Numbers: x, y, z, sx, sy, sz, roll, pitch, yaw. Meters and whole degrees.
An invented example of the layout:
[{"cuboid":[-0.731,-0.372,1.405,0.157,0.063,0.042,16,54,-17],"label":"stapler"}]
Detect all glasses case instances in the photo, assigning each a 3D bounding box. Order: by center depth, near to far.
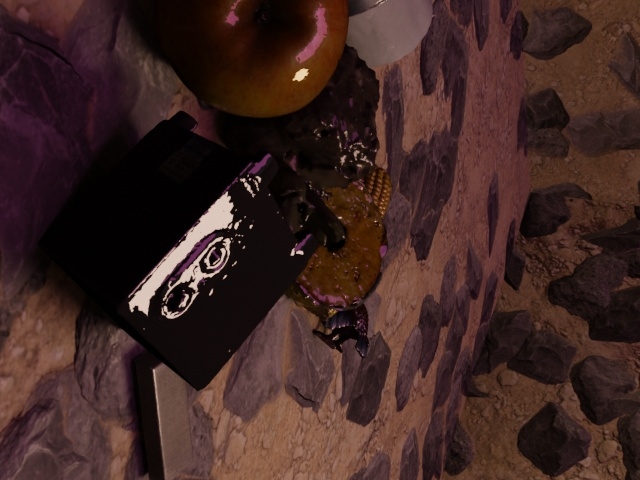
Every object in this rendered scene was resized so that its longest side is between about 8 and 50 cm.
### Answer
[{"cuboid":[-0.233,0.257,1.174,0.071,0.047,0.205,-34,129,-53],"label":"glasses case"}]

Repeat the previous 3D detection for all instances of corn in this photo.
[{"cuboid":[0.043,-0.005,1.588,0.345,0.131,0.131,-66,152,-25],"label":"corn"}]

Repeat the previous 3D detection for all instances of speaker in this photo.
[{"cuboid":[-0.163,0.013,1.000,0.254,0.184,0.232,-49,146,-17],"label":"speaker"}]

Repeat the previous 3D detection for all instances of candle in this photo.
[{"cuboid":[0.079,-0.438,1.396,0.342,0.221,0.222,49,55,-62],"label":"candle"}]

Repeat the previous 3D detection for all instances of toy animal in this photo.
[{"cuboid":[0.070,0.157,1.716,0.218,0.116,0.180,38,65,-56],"label":"toy animal"}]

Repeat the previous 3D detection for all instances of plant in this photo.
[{"cuboid":[-0.030,-0.147,1.246,0.215,0.213,0.313,30,67,-45],"label":"plant"}]

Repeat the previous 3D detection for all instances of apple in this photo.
[{"cuboid":[-0.084,-0.287,1.033,0.264,0.264,0.265,-35,130,-57],"label":"apple"}]

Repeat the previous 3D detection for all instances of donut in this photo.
[{"cuboid":[0.000,0.000,1.423,0.272,0.107,0.272,12,72,-40],"label":"donut"}]
